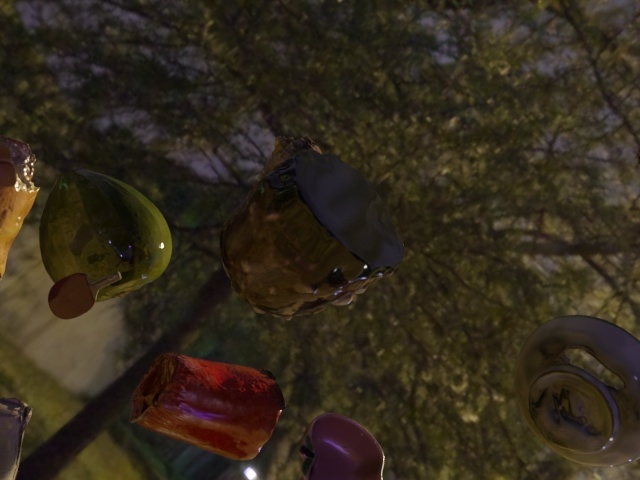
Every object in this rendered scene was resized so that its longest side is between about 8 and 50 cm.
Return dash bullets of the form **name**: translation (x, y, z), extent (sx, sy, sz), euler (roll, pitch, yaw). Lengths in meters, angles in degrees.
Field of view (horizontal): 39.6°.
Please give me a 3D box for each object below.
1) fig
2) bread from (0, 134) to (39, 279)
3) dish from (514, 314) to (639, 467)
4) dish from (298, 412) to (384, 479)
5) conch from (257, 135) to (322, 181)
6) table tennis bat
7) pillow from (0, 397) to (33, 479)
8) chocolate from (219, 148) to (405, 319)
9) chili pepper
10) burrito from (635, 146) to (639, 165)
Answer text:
- **fig**: translation (-0.508, -0.019, 2.051), extent (0.316, 0.316, 0.316), euler (44, -15, 15)
- **bread**: translation (-0.655, -0.038, 1.662), extent (0.195, 0.344, 0.149), euler (8, 23, -50)
- **dish**: translation (0.511, 0.318, 1.750), extent (0.324, 0.124, 0.324), euler (18, -60, 35)
- **dish**: translation (0.022, 0.456, 1.754), extent (0.213, 0.213, 0.090), euler (48, -44, -1)
- **conch**: translation (-0.058, -0.149, 1.996), extent (0.207, 0.155, 0.130), euler (60, 9, 17)
- **table tennis bat**: translation (-0.469, 0.100, 1.769), extent (0.013, 0.156, 0.087), euler (54, 11, -73)
- **pillow**: translation (-0.475, 0.309, 1.228), extent (0.119, 0.208, 0.053), euler (14, -5, -35)
- **chocolate**: translation (-0.028, 0.009, 1.334), extent (0.225, 0.210, 0.340), euler (55, 19, 5)
- **chili pepper**: translation (-0.267, 0.359, 2.050), extent (0.305, 0.229, 0.251), euler (28, 24, -27)
- **burrito**: translation (0.667, -0.135, 1.646), extent (0.226, 0.087, 0.060), euler (22, -33, -27)
